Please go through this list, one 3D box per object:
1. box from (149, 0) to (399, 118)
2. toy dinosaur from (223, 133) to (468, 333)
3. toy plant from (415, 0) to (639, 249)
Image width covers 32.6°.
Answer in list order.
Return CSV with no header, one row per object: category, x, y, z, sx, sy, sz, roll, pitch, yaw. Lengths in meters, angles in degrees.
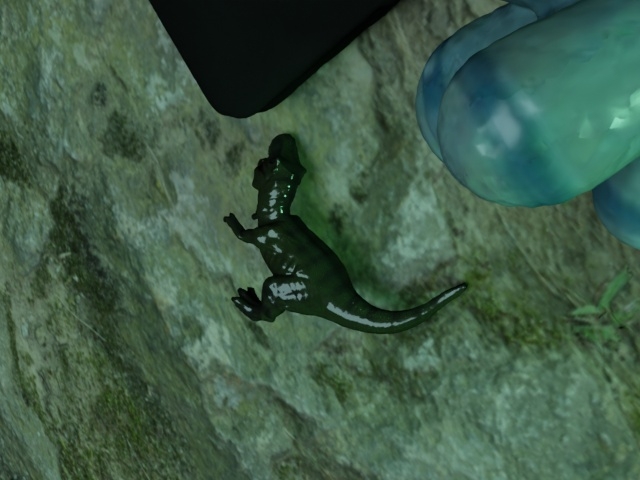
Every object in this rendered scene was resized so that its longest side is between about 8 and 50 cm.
box,-0.053,-0.265,0.813,0.290,0.073,0.289,-34,85,47
toy dinosaur,0.000,0.000,0.881,0.179,0.087,0.187,-22,94,49
toy plant,0.174,-0.119,0.546,0.332,0.247,0.247,-23,93,48
